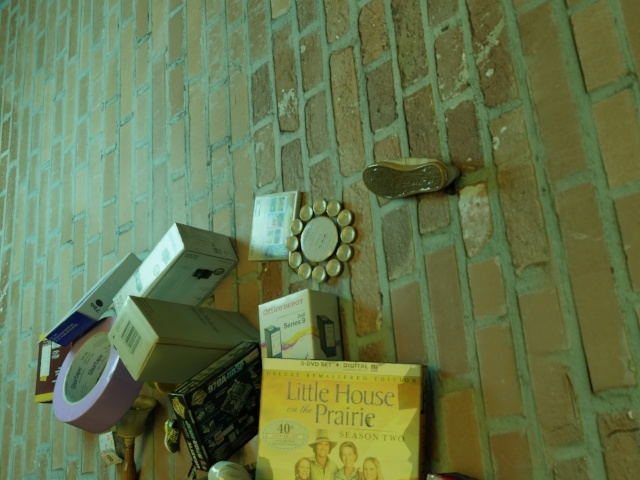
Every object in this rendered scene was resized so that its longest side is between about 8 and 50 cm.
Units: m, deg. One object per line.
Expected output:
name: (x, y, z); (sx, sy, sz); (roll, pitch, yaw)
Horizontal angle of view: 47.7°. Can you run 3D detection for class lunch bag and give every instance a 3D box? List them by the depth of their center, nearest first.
lunch bag: (-0.544, 0.545, 1.903); (0.071, 0.053, 0.083); (-23, 73, 39)

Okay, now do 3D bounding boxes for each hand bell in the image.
hand bell: (-0.484, 0.525, 1.834); (0.126, 0.126, 0.242); (10, 98, 45)

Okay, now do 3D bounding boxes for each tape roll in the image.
tape roll: (-0.540, 0.329, 1.788); (0.275, 0.090, 0.274); (-30, 42, 31)

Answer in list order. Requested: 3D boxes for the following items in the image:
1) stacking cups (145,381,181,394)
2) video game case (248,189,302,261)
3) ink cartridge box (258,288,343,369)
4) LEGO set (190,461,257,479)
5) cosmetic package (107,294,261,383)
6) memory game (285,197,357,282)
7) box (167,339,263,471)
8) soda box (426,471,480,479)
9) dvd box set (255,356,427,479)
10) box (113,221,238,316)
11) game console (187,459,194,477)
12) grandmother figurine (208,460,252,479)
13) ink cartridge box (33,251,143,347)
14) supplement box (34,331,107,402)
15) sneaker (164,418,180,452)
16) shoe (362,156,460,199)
stacking cups: (-0.465, 0.322, 1.862); (0.316, 0.096, 0.096); (3, 81, 46)
video game case: (-0.105, -0.031, 1.658); (0.143, 0.019, 0.157); (-4, 76, 43)
ink cartridge box: (-0.040, 0.220, 1.477); (0.154, 0.093, 0.212); (-21, 64, 39)
LEGO set: (-0.163, 0.597, 1.470); (0.331, 0.192, 0.255); (64, 146, 26)
cosmetic package: (-0.273, 0.221, 1.548); (0.160, 0.309, 0.113); (41, 108, 41)
memory game: (0.000, 0.000, 1.542); (0.186, 0.012, 0.186); (-9, 74, 36)
box: (-0.185, 0.329, 1.459); (0.051, 0.220, 0.175); (-3, 110, 41)
soda box: (0.209, 0.516, 1.165); (0.092, 0.083, 0.263); (3, 81, 44)
dvd box set: (0.033, 0.425, 1.290); (0.308, 0.062, 0.420); (0, 79, 18)
box: (-0.355, 0.097, 1.759); (0.290, 0.169, 0.087); (-48, 51, 25)
game console: (-0.240, 0.464, 1.618); (0.107, 0.071, 0.122); (-2, 39, 18)
grandmother figurine: (-0.176, 0.561, 1.271); (0.208, 0.104, 0.342); (7, 89, 31)
ink cartridge box: (-0.601, 0.169, 1.910); (0.165, 0.065, 0.332); (-35, 13, 32)
supplement box: (-0.694, 0.356, 2.042); (0.191, 0.129, 0.194); (-17, 68, 40)
sneaker: (-0.358, 0.472, 1.757); (0.035, 0.031, 0.083); (-34, 58, 32)
shoe: (0.171, -0.122, 1.398); (0.219, 0.058, 0.076); (4, 113, 48)
